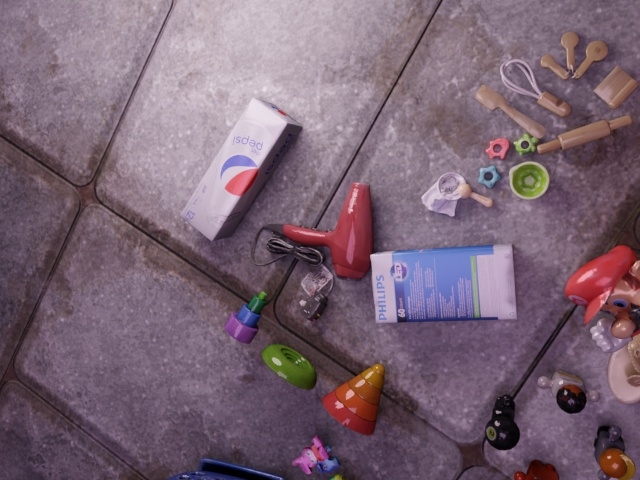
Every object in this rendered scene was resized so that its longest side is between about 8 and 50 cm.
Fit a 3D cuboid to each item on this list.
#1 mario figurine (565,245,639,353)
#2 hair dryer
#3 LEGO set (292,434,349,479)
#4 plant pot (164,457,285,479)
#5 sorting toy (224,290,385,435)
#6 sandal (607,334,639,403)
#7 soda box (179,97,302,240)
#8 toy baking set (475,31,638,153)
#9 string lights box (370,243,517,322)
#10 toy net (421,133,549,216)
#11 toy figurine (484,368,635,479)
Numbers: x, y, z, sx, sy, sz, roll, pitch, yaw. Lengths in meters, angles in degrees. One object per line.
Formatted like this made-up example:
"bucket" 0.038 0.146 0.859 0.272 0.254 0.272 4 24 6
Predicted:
"mario figurine" 0.539 0.133 1.004 0.320 0.170 0.198 19 113 11
"hair dryer" 0.000 0.000 1.276 0.293 0.080 0.224 -44 81 16
"LEGO set" 0.013 0.511 1.316 0.093 0.087 0.227 -30 86 2
"plant pot" -0.195 0.591 1.325 0.235 0.212 0.236 7 97 16
"sorting toy" -0.014 0.224 1.284 0.365 0.127 0.126 35 98 10
"sandal" 0.573 0.184 1.117 0.088 0.079 0.240 27 103 13
"soda box" -0.159 -0.139 1.303 0.091 0.098 0.286 38 104 10
"toy baking set" 0.418 -0.253 1.146 0.256 0.030 0.197 -23 80 10
"string lights box" 0.231 0.081 1.214 0.259 0.076 0.134 -3 94 17
"toy net" 0.294 -0.116 1.192 0.232 0.045 0.122 -14 91 18
"toy figurine" 0.417 0.352 1.146 0.209 0.148 0.213 -31 85 18
